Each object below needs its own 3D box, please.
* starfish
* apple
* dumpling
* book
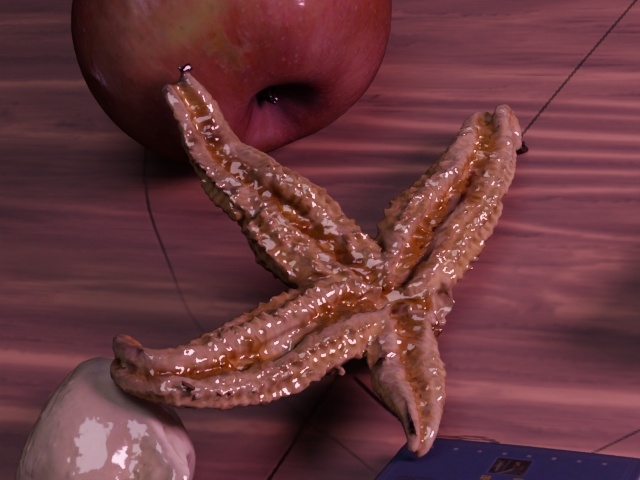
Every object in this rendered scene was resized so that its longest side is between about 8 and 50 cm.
[{"bbox_3d":[0.000,0.000,1.531,0.324,0.082,0.432,16,48,-1],"label":"starfish"},{"bbox_3d":[-0.076,-0.208,1.713,0.305,0.306,0.235,-24,63,-7],"label":"apple"},{"bbox_3d":[-0.190,0.180,1.452,0.179,0.131,0.252,-45,32,2],"label":"dumpling"},{"bbox_3d":[0.108,0.201,1.298,0.191,0.025,0.269,4,17,21],"label":"book"}]
